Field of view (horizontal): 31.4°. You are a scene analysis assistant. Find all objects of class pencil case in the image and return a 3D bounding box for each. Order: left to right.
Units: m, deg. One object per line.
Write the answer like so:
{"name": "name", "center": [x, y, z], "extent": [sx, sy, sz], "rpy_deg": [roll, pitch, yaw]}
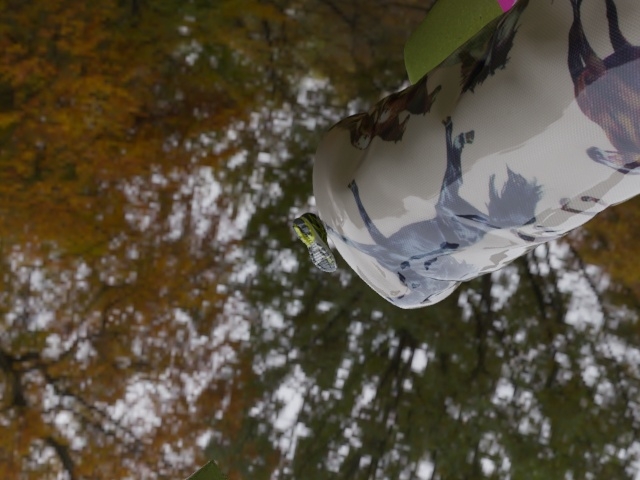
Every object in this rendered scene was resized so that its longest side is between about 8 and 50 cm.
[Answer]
{"name": "pencil case", "center": [0.150, -0.094, 0.763], "extent": [0.160, 0.410, 0.184], "rpy_deg": [32, -126, -18]}

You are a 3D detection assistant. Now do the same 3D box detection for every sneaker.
{"name": "sneaker", "center": [0.000, 0.000, 1.414], "extent": [0.031, 0.083, 0.035], "rpy_deg": [-19, -161, 41]}

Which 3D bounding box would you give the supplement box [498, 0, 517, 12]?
{"name": "supplement box", "center": [0.181, -0.281, 0.946], "extent": [0.111, 0.220, 0.114], "rpy_deg": [-26, 173, -4]}

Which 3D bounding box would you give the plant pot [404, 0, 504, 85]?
{"name": "plant pot", "center": [0.242, -0.222, 1.168], "extent": [0.293, 0.275, 0.275], "rpy_deg": [-28, -175, 30]}

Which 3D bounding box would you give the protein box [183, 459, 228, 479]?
{"name": "protein box", "center": [-0.145, 0.382, 1.218], "extent": [0.201, 0.200, 0.136], "rpy_deg": [52, -140, 3]}
